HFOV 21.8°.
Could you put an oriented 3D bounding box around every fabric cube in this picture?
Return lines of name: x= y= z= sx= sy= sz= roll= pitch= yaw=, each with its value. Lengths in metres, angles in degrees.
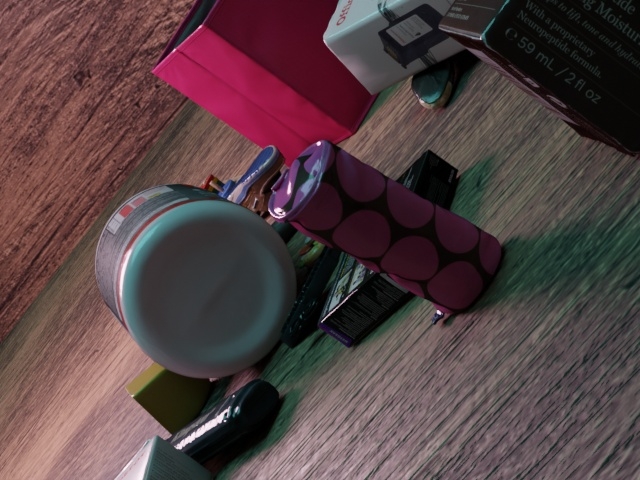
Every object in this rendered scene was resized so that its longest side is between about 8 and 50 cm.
fabric cube: x=-0.043 y=-0.295 z=2.373 sx=0.254 sy=0.258 sz=0.259 roll=-61 pitch=15 yaw=-20

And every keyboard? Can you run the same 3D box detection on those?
keyboard: x=-0.009 y=0.052 z=1.820 sx=0.180 sy=0.023 sz=0.108 roll=116 pitch=177 yaw=-52

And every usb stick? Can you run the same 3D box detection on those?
usb stick: x=-0.134 y=0.225 z=1.869 sx=0.077 sy=0.045 sz=0.278 roll=-43 pitch=4 yaw=-39

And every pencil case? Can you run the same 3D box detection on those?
pencil case: x=0.052 y=-0.010 z=1.448 sx=0.095 sy=0.209 sz=0.098 roll=-60 pitch=28 yaw=-2

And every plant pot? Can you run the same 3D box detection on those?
plant pot: x=-0.185 y=0.188 z=2.087 sx=0.083 sy=0.081 sz=0.081 roll=-46 pitch=12 yaw=-6

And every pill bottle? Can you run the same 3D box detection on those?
pill bottle: x=-0.169 y=0.038 z=2.070 sx=0.210 sy=0.210 sz=0.363 roll=-56 pitch=16 yaw=-2

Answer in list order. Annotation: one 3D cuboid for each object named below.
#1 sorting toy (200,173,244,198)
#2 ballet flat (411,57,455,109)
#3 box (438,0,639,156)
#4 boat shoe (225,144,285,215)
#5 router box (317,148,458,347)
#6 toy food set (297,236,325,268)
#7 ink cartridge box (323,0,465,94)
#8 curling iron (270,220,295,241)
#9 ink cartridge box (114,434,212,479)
sorting toy: x=-0.191 y=-0.056 z=2.768 sx=0.132 sy=0.046 sz=0.274 roll=-58 pitch=13 yaw=-12
ballet flat: x=0.139 y=-0.200 z=2.001 sx=0.057 sy=0.049 sz=0.173 roll=-27 pitch=27 yaw=14
box: x=0.233 y=-0.206 z=1.377 sx=0.203 sy=0.168 sz=0.167 roll=-55 pitch=12 yaw=4
boat shoe: x=-0.080 y=-0.079 z=2.388 sx=0.066 sy=0.066 sz=0.183 roll=-59 pitch=8 yaw=-26
router box: x=0.070 y=0.007 z=1.699 sx=0.133 sy=0.046 sz=0.179 roll=-44 pitch=17 yaw=43
toy food set: x=0.000 y=0.000 z=2.017 sx=0.083 sy=0.020 sz=0.082 roll=-58 pitch=13 yaw=-10
ink cartridge box: x=0.138 y=-0.297 z=1.972 sx=0.237 sy=0.100 sz=0.172 roll=-23 pitch=30 yaw=37
curling iron: x=-0.073 y=0.000 z=2.238 sx=0.274 sy=0.035 sz=0.068 roll=-48 pitch=15 yaw=30
ink cartridge box: x=-0.198 y=0.328 z=1.766 sx=0.148 sy=0.086 sz=0.203 roll=-49 pitch=14 yaw=24
